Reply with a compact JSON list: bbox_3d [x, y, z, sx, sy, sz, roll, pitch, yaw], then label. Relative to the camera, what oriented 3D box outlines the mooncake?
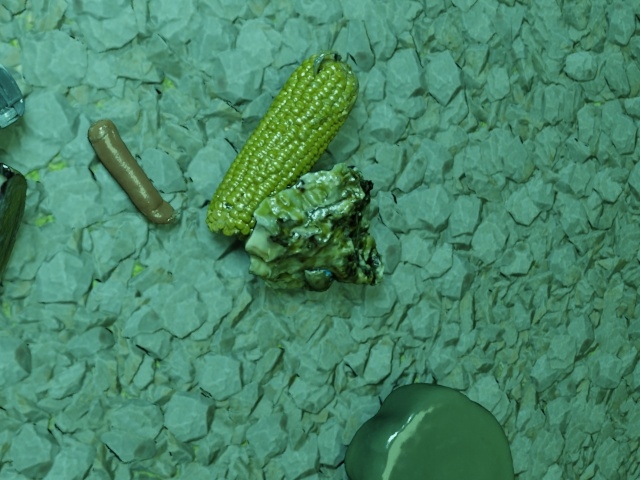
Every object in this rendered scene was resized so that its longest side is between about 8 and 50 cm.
[{"bbox_3d":[0.162,0.351,1.264,0.274,0.135,0.275,-2,94,-28],"label":"mooncake"}]

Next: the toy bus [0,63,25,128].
[{"bbox_3d":[-0.393,-0.126,0.876,0.079,0.077,0.174,60,31,-22],"label":"toy bus"}]

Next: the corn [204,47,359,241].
[{"bbox_3d":[-0.047,-0.121,1.099,0.106,0.106,0.293,37,78,-28],"label":"corn"}]

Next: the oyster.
[{"bbox_3d":[0.000,0.000,1.111,0.222,0.083,0.214,-28,135,-26],"label":"oyster"}]

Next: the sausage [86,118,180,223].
[{"bbox_3d":[-0.234,-0.080,1.032,0.042,0.036,0.158,-29,114,13],"label":"sausage"}]

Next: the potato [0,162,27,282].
[{"bbox_3d":[-0.411,0.014,0.927,0.120,0.100,0.261,22,101,-2],"label":"potato"}]
